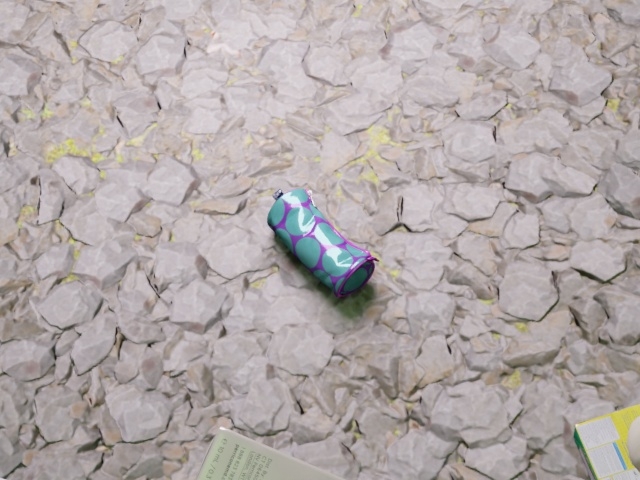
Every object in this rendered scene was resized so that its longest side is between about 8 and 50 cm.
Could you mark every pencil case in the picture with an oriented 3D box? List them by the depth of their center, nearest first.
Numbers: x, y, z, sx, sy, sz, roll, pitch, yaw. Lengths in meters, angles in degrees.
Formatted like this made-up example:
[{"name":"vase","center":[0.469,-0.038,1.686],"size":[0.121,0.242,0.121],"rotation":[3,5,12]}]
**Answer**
[{"name":"pencil case","center":[0.000,0.000,1.659],"size":[0.070,0.064,0.151],"rotation":[-48,64,8]}]

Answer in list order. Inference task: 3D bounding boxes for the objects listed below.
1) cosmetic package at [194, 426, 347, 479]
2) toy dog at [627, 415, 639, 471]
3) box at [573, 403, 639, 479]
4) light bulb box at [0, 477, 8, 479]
[{"name":"cosmetic package","center":[0.007,0.312,1.341],"size":[0.296,0.153,0.129],"rotation":[22,67,3]},{"name":"toy dog","center":[0.408,0.304,1.299],"size":[0.408,0.395,0.284],"rotation":[-19,54,27]},{"name":"box","center":[0.383,0.228,1.501],"size":[0.179,0.043,0.105],"rotation":[-18,59,-1]},{"name":"light bulb box","center":[-0.208,0.456,1.218],"size":[0.361,0.225,0.358],"rotation":[16,54,14]}]
